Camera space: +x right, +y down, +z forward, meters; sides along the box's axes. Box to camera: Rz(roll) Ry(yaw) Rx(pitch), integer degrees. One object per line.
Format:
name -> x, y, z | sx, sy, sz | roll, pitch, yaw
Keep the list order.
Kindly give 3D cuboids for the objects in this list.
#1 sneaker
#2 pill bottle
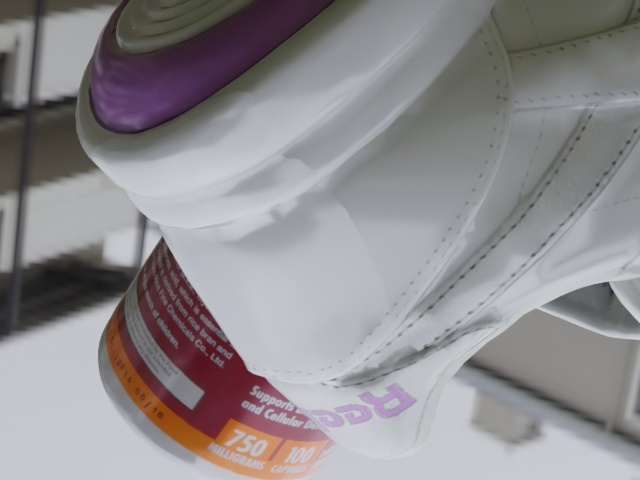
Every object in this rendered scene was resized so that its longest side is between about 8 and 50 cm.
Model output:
sneaker -> 0.077, -0.069, 0.520 | 0.305, 0.152, 0.114 | -39, -153, -21
pill bottle -> 0.000, 0.000, 0.606 | 0.086, 0.152, 0.086 | 26, -151, -15
